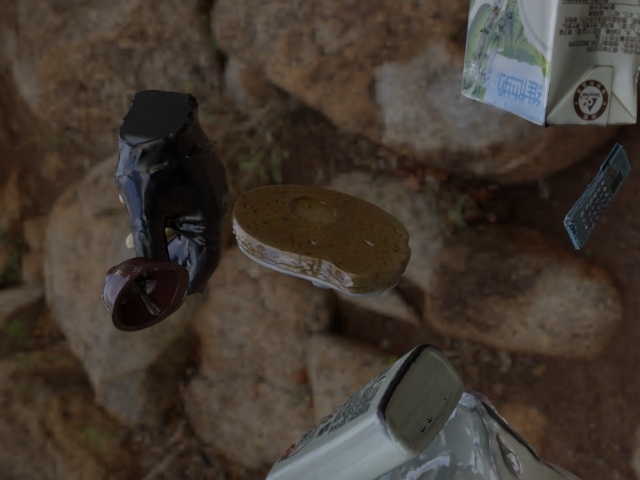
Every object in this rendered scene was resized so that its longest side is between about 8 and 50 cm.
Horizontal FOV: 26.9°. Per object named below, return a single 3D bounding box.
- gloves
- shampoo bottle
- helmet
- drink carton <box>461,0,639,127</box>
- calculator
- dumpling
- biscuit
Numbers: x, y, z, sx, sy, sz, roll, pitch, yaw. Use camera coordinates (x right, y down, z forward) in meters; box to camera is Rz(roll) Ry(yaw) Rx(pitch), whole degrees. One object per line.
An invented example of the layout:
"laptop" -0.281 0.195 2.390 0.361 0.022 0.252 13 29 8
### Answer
"gloves" -0.193 -0.036 1.713 0.197 0.152 0.301 -78 1 -48
"shampoo bottle" 0.008 0.210 1.255 0.284 0.071 0.153 -43 2 35
"helmet" -0.208 0.051 1.513 0.057 0.111 0.089 33 119 33
"drink carton" 0.261 -0.298 1.437 0.194 0.132 0.325 -142 54 -63
"calculator" 0.385 -0.064 1.853 0.018 0.172 0.057 6 136 41
"dumpling" 0.178 0.330 1.306 0.260 0.341 0.181 -35 19 41
"biscuit" 0.000 0.000 1.512 0.181 0.208 0.049 -60 -17 -61
